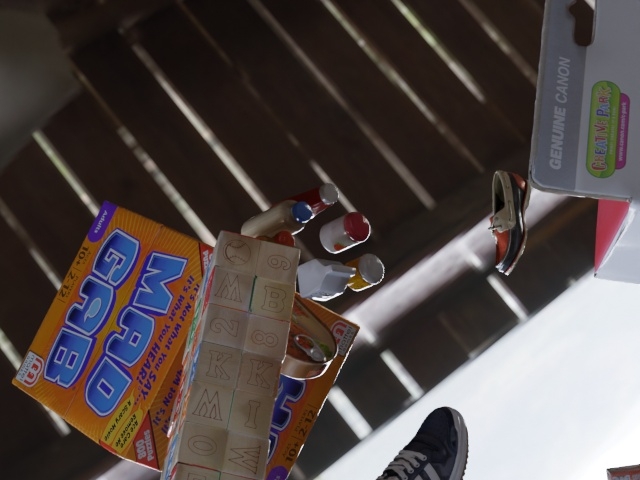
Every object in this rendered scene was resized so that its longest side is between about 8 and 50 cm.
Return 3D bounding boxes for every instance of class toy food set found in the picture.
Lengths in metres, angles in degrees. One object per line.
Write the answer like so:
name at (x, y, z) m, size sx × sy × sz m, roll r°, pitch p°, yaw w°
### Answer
toy food set at (0.000, 0.000, 1.626) m, size 0.232 × 0.111 × 0.104 m, roll 10°, pitch 156°, yaw -40°

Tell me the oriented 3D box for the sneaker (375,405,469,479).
sneaker at (0.099, 0.337, 1.888) m, size 0.099 × 0.153 × 0.282 m, roll -11°, pitch -127°, yaw 57°

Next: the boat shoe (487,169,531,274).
boat shoe at (0.218, -0.022, 1.619) m, size 0.049 × 0.043 × 0.137 m, roll -45°, pitch -153°, yaw 53°

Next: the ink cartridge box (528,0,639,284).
ink cartridge box at (0.292, -0.124, 1.032) m, size 0.130 × 0.272 × 0.309 m, roll 93°, pitch 6°, yaw -64°

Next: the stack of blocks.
stack of blocks at (-0.100, 0.163, 1.410) m, size 0.171 × 0.087 × 0.297 m, roll 118°, pitch -17°, yaw -59°

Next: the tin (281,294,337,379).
tin at (-0.060, 0.096, 1.684) m, size 0.106 × 0.189 × 0.040 m, roll -16°, pitch 142°, yaw -47°

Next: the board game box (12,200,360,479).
board game box at (-0.229, 0.195, 2.355) m, size 0.356 × 0.356 × 0.356 m, roll 31°, pitch 84°, yaw -44°

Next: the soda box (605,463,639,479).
soda box at (0.413, 0.273, 1.525) m, size 0.183 × 0.063 × 0.058 m, roll -8°, pitch 175°, yaw 7°
